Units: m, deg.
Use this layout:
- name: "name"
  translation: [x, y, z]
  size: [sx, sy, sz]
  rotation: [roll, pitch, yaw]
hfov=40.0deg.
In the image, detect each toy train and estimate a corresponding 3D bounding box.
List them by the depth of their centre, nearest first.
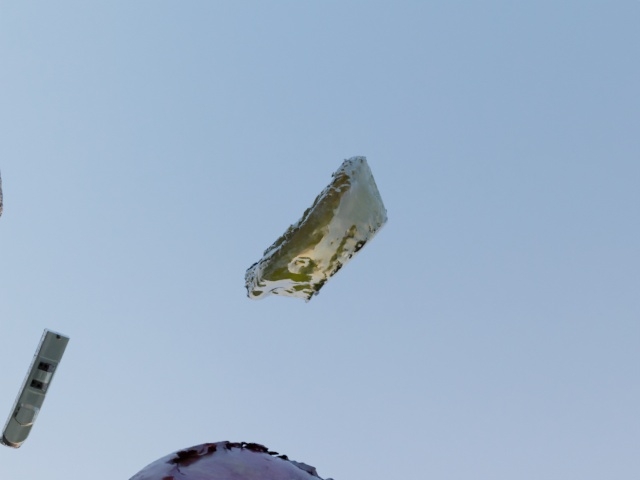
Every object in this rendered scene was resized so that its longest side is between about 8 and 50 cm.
- name: "toy train"
  translation: [-0.481, 0.252, 1.475]
  size: [0.047, 0.043, 0.208]
  rotation: [10, -102, 66]

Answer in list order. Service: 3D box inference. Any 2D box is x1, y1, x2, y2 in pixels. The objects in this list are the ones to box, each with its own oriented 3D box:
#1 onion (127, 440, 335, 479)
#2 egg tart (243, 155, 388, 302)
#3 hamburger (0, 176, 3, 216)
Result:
- name: "onion"
  translation: [-0.095, 0.388, 0.888]
  size: [0.345, 0.358, 0.358]
  rotation: [-36, -105, 9]
- name: "egg tart"
  translation: [0.000, 0.000, 0.897]
  size: [0.078, 0.197, 0.197]
  rotation: [43, -58, 1]
- name: "hamburger"
  translation: [-0.621, -0.090, 1.583]
  size: [0.189, 0.093, 0.164]
  rotation: [-129, -144, -63]
